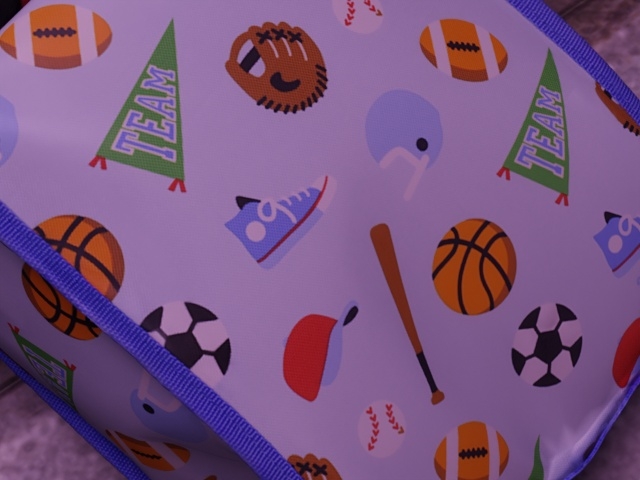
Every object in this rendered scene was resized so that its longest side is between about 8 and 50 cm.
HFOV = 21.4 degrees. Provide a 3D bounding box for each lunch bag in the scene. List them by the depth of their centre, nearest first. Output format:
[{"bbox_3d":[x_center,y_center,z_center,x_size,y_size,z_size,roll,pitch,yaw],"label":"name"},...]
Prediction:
[{"bbox_3d":[0.000,0.000,0.950,0.385,0.239,0.328,40,68,-2],"label":"lunch bag"}]

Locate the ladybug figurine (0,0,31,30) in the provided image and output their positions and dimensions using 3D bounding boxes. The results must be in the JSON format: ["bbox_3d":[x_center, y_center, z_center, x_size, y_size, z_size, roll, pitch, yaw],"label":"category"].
[{"bbox_3d":[-0.286,-0.101,1.064,0.162,0.305,0.449,22,73,-12],"label":"ladybug figurine"}]
